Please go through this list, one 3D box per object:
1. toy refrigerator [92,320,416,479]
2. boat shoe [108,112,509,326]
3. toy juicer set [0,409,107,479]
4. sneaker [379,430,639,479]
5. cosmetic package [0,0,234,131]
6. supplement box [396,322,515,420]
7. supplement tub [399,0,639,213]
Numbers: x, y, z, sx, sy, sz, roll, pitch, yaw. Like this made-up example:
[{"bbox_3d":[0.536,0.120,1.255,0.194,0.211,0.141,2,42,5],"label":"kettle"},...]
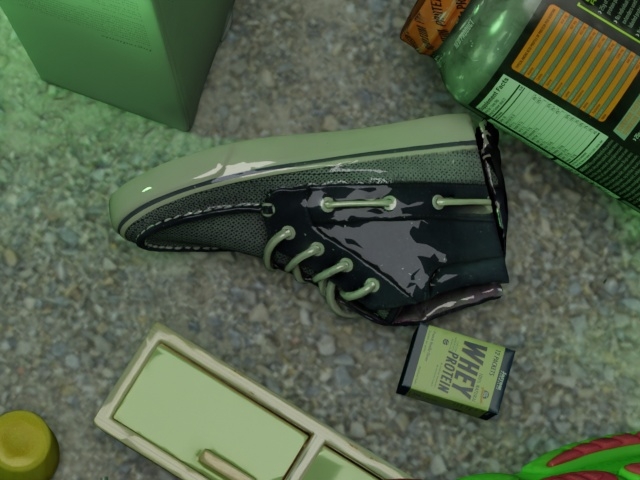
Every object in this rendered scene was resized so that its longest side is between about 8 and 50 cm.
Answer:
[{"bbox_3d":[-0.048,0.182,1.472,0.269,0.094,0.102,32,81,5],"label":"toy refrigerator"},{"bbox_3d":[0.000,0.000,1.487,0.340,0.127,0.158,-11,72,-3],"label":"boat shoe"},{"bbox_3d":[-0.262,0.317,1.447,0.209,0.089,0.329,32,69,2],"label":"toy juicer set"},{"bbox_3d":[0.132,0.282,1.360,0.482,0.185,0.202,-7,101,-22],"label":"sneaker"},{"bbox_3d":[-0.150,-0.250,1.407,0.156,0.385,0.217,19,77,2],"label":"cosmetic package"},{"bbox_3d":[0.113,0.111,1.491,0.083,0.083,0.056,16,81,2],"label":"supplement box"},{"bbox_3d":[0.237,-0.151,1.465,0.316,0.193,0.194,32,81,-4],"label":"supplement tub"}]
